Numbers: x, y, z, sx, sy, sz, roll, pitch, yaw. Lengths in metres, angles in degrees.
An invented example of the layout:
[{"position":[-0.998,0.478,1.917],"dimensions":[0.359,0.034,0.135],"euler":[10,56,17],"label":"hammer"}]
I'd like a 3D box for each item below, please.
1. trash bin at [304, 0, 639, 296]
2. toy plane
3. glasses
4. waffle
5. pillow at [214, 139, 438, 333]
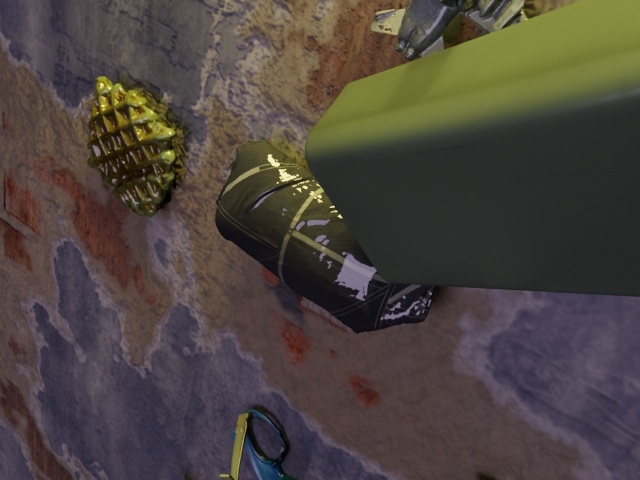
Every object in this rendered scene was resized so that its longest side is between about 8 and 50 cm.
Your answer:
[{"position":[0.183,-0.070,0.574],"dimensions":[0.343,0.158,0.223],"euler":[-3,132,44],"label":"trash bin"},{"position":[0.144,-0.280,0.593],"dimensions":[0.192,0.088,0.262],"euler":[45,129,18],"label":"toy plane"},{"position":[-0.080,0.396,1.017],"dimensions":[0.102,0.207,0.239],"euler":[-26,93,6],"label":"glasses"},{"position":[-0.306,-0.145,1.036],"dimensions":[0.208,0.054,0.214],"euler":[37,133,18],"label":"waffle"},{"position":[0.000,0.000,0.822],"dimensions":[0.335,0.092,0.161],"euler":[35,123,22],"label":"pillow"}]
